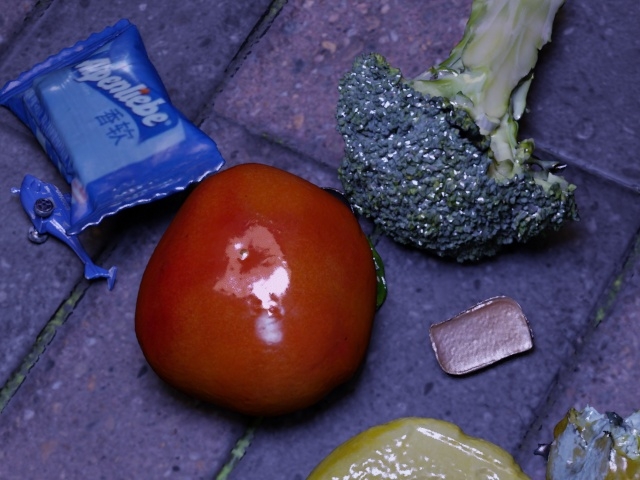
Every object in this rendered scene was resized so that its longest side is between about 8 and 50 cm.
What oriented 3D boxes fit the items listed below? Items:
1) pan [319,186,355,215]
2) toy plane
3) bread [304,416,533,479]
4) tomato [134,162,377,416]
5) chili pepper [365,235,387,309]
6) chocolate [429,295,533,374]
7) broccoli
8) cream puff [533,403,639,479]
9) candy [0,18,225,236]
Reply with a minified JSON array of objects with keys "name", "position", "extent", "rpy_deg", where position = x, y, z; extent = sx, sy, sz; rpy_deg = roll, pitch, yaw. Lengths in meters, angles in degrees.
[{"name":"pan","position":[0.000,0.000,1.765],"extent":[0.068,0.023,0.115],"rpy_deg":[9,75,10]},{"name":"toy plane","position":[-0.274,-0.014,1.791],"extent":[0.062,0.054,0.167],"rpy_deg":[-20,59,-33]},{"name":"bread","position":[0.092,0.297,1.533],"extent":[0.270,0.148,0.269],"rpy_deg":[-1,64,1]},{"name":"tomato","position":[-0.061,0.046,1.657],"extent":[0.260,0.180,0.259],"rpy_deg":[-3,71,8]},{"name":"chili pepper","position":[0.049,0.034,1.742],"extent":[0.030,0.034,0.091],"rpy_deg":[-25,61,28]},{"name":"chocolate","position":[0.162,0.099,1.691],"extent":[0.101,0.031,0.064],"rpy_deg":[-25,81,-2]},{"name":"broccoli","position":[0.141,-0.162,1.746],"extent":[0.252,0.221,0.361],"rpy_deg":[2,52,0]},{"name":"cream puff","position":[0.291,0.220,1.562],"extent":[0.156,0.156,0.121],"rpy_deg":[3,94,8]},{"name":"candy","position":[-0.237,-0.129,1.797],"extent":[0.187,0.077,0.331],"rpy_deg":[-28,44,-8]}]
